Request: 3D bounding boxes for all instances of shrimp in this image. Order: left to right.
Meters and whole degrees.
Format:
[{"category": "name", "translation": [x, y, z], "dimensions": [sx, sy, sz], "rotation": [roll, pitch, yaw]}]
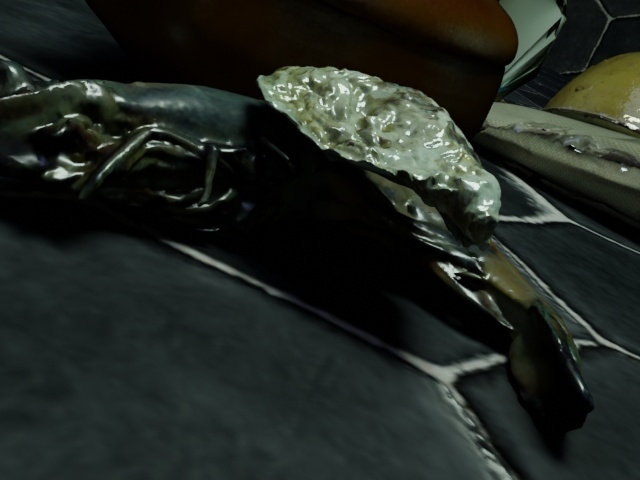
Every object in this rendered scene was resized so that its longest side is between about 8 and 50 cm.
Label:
[{"category": "shrimp", "translation": [0.000, 0.000, 0.329], "dimensions": [0.262, 0.051, 0.198], "rotation": [8, 24, -49]}]

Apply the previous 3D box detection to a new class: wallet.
[{"category": "wallet", "translation": [0.284, -0.053, 0.836], "dimensions": [0.335, 0.068, 0.274], "rotation": [29, 13, 36]}]

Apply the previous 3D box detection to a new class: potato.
[{"category": "potato", "translation": [0.346, -0.138, 0.986], "dimensions": [0.182, 0.117, 0.202], "rotation": [30, -2, -30]}]

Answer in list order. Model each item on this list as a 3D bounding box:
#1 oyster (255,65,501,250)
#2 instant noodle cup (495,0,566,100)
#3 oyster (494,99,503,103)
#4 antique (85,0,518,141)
[{"category": "oyster", "translation": [0.023, -0.041, 0.349], "dimensions": [0.100, 0.037, 0.098], "rotation": [33, 17, -2]}, {"category": "instant noodle cup", "translation": [0.138, -0.264, 1.015], "dimensions": [0.240, 0.240, 0.178], "rotation": [5, 35, -46]}, {"category": "oyster", "translation": [0.194, -0.181, 1.132], "dimensions": [0.051, 0.034, 0.093], "rotation": [25, 12, -24]}, {"category": "antique", "translation": [-0.008, -0.125, 0.545], "dimensions": [0.223, 0.129, 0.278], "rotation": [35, 20, 29]}]
